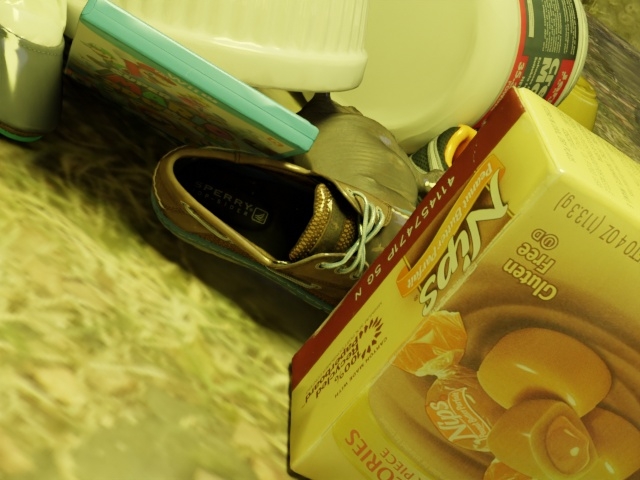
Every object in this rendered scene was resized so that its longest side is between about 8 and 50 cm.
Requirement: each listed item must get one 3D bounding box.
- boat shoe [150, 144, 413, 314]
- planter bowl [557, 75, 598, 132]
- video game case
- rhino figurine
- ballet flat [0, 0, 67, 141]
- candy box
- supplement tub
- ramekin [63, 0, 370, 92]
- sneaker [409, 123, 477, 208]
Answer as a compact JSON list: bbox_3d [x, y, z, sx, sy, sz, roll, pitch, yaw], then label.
[{"bbox_3d":[0.000,0.000,0.490,0.183,0.066,0.066,16,-9,-4],"label":"boat shoe"},{"bbox_3d":[0.253,-0.166,1.115,0.217,0.090,0.217,31,26,-17],"label":"planter bowl"},{"bbox_3d":[-0.076,-0.075,0.509,0.119,0.015,0.166,30,-8,-15],"label":"video game case"},{"bbox_3d":[0.026,-0.042,0.631,0.106,0.073,0.243,24,27,-27],"label":"rhino figurine"},{"bbox_3d":[-0.180,-0.142,0.527,0.074,0.074,0.203,11,37,-44],"label":"ballet flat"},{"bbox_3d":[0.164,0.090,0.462,0.316,0.183,0.088,29,28,-18],"label":"candy box"},{"bbox_3d":[0.113,-0.175,0.827,0.191,0.191,0.272,46,27,16],"label":"supplement tub"},{"bbox_3d":[-0.063,-0.173,0.604,0.207,0.109,0.207,12,18,-4],"label":"ramekin"},{"bbox_3d":[0.119,0.007,0.660,0.084,0.083,0.215,7,41,-50],"label":"sneaker"}]
